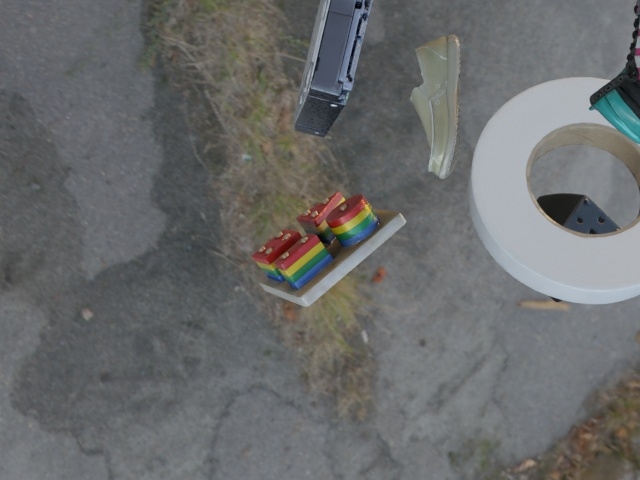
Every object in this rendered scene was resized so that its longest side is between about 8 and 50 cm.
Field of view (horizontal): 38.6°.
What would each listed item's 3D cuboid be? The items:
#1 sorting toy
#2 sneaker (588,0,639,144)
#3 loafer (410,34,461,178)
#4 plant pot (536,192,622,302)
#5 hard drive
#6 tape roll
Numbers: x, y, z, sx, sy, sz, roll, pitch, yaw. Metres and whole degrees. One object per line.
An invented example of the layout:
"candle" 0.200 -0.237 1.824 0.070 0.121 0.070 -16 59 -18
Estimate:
"sorting toy" 0.000 0.000 1.793 0.255 0.257 0.089 -40 106 -14
"sneaker" 0.432 -0.241 1.215 0.124 0.178 0.295 7 60 -33
"loafer" 0.214 -0.247 1.702 0.102 0.092 0.268 27 66 -75
"plant pot" 0.560 0.002 2.057 0.187 0.167 0.188 43 67 -6
"hard drive" 0.020 -0.293 1.342 0.064 0.339 0.237 13 87 -5
"tape roll" 0.440 -0.087 1.509 0.392 0.392 0.072 -44 163 -14
